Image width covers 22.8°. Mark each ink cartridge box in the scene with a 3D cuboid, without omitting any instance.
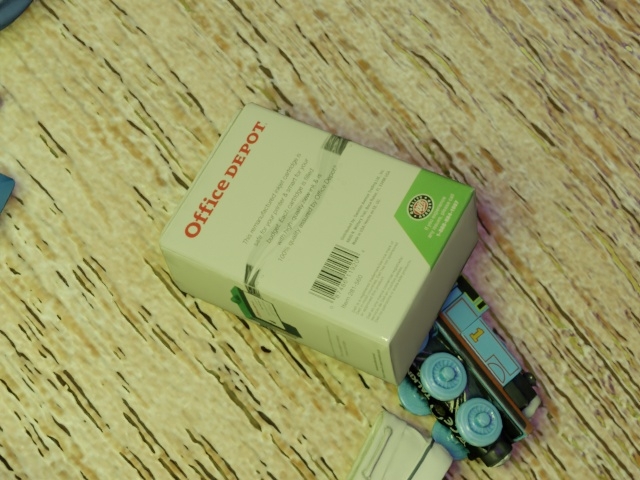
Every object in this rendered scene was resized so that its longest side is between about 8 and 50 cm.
[{"bbox_3d":[0.000,0.000,1.331,0.219,0.092,0.160,23,67,19],"label":"ink cartridge box"}]

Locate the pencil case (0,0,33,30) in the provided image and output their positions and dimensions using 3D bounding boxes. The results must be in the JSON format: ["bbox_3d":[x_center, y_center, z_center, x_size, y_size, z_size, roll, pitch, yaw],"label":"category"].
[{"bbox_3d":[-0.375,-0.284,1.342,0.306,0.133,0.119,41,32,-1],"label":"pencil case"}]

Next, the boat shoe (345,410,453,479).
[{"bbox_3d":[0.008,0.251,1.305,0.084,0.095,0.258,38,57,3],"label":"boat shoe"}]

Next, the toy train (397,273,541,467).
[{"bbox_3d":[0.117,0.107,1.379,0.105,0.080,0.184,-38,86,-28],"label":"toy train"}]

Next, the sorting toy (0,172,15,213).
[{"bbox_3d":[-0.425,-0.086,1.309,0.348,0.047,0.196,12,67,-12],"label":"sorting toy"}]
